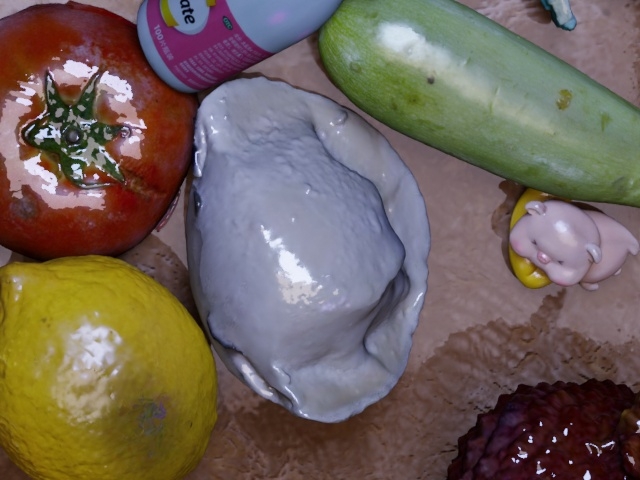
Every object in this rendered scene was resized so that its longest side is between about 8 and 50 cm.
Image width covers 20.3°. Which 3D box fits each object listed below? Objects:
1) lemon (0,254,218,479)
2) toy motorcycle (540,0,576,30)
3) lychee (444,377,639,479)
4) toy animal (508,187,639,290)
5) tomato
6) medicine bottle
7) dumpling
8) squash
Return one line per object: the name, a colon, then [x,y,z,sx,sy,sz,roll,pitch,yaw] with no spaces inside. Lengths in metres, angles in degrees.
lemon: [-0.179,0.114,1.440,0.188,0.188,0.256,-34,122,2]
toy motorcycle: [0.175,-0.317,1.436,0.198,0.109,0.296,-28,100,3]
lychee: [0.223,0.239,1.460,0.264,0.264,0.300,9,121,-7]
toy animal: [0.208,0.010,1.509,0.114,0.082,0.091,32,97,-10]
tomato: [-0.205,-0.086,1.457,0.225,0.085,0.225,0,98,-3]
medicine bottle: [-0.038,-0.196,1.404,0.217,0.090,0.090,-24,103,28]
dumpling: [0.003,0.002,1.463,0.227,0.175,0.243,-15,118,-32]
squash: [0.166,-0.102,1.471,0.371,0.118,0.118,26,97,-11]
